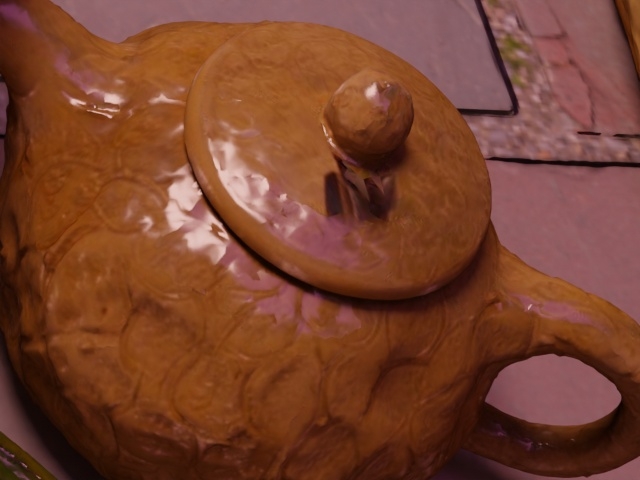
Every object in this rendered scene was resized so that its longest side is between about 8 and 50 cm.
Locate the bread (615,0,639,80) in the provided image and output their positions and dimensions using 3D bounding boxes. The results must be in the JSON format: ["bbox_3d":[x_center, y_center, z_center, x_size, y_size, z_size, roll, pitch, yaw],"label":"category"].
[{"bbox_3d":[0.249,-0.094,0.957,0.210,0.099,0.235,-5,65,-30],"label":"bread"}]

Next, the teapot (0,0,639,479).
[{"bbox_3d":[0.000,0.000,0.693,0.311,0.167,0.203,29,47,-9],"label":"teapot"}]

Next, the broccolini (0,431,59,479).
[{"bbox_3d":[-0.078,0.124,0.658,0.254,0.071,0.057,37,88,8],"label":"broccolini"}]
